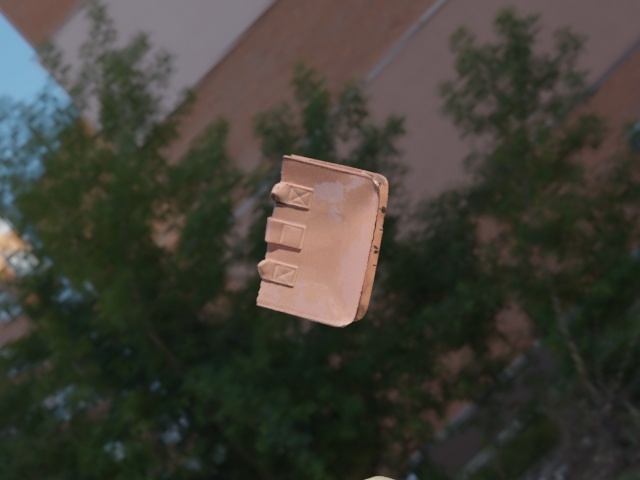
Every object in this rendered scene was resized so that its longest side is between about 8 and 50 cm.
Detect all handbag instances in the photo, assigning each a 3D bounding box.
[{"bbox_3d":[0.000,0.000,2.146,0.059,0.157,0.212,-22,-57,-72],"label":"handbag"}]

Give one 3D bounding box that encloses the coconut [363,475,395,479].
[{"bbox_3d":[0.046,0.323,1.602,0.162,0.161,0.161,-18,-3,14],"label":"coconut"}]
